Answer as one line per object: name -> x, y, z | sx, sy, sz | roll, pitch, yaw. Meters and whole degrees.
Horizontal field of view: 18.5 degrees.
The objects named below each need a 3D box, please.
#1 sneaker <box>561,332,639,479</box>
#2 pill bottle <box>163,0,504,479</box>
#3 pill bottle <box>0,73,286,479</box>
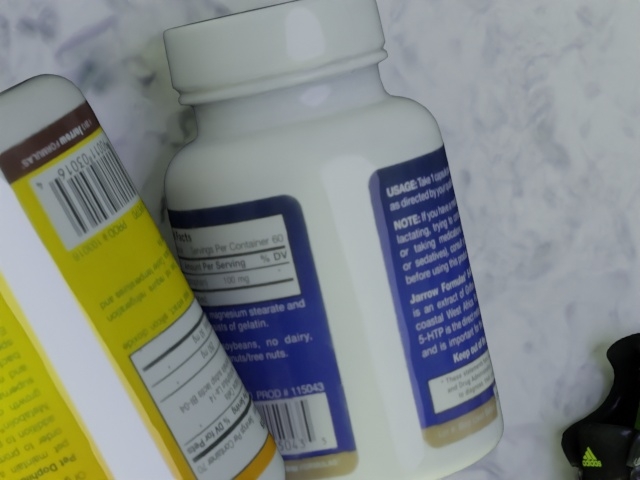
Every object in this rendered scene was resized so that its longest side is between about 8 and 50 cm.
sneaker -> 0.138, 0.115, 0.886 | 0.075, 0.063, 0.170 | 32, 68, -28
pill bottle -> 0.000, 0.000, 0.770 | 0.112, 0.112, 0.186 | -17, 98, -31
pill bottle -> -0.090, 0.058, 0.698 | 0.117, 0.117, 0.215 | -32, 100, -28
